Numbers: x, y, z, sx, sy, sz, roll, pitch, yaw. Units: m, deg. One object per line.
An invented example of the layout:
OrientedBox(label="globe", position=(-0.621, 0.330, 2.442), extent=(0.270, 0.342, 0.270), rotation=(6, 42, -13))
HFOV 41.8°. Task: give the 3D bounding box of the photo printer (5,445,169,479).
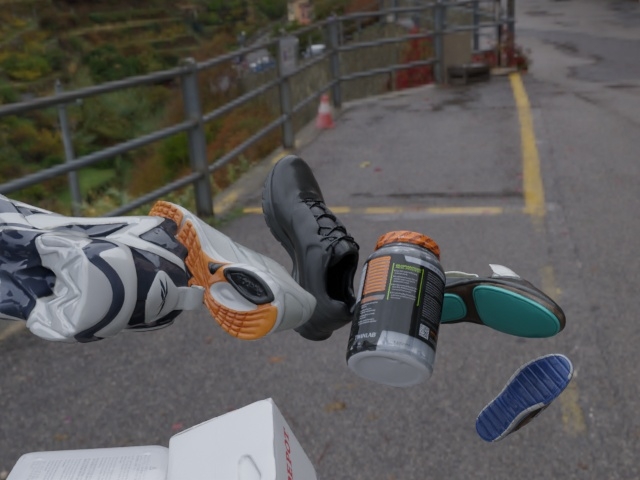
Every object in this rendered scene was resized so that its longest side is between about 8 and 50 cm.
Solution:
OrientedBox(label="photo printer", position=(-0.377, 0.440, 1.416), extent=(0.307, 0.107, 0.256), rotation=(-2, 11, -5))

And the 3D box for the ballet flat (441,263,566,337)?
OrientedBox(label="ballet flat", position=(0.238, 0.080, 1.256), extent=(0.280, 0.095, 0.096), rotation=(4, 38, 35))

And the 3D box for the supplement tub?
OrientedBox(label="supplement tub", position=(0.105, 0.090, 1.124), extent=(0.117, 0.117, 0.190), rotation=(3, 57, 18))

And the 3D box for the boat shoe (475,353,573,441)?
OrientedBox(label="boat shoe", position=(0.313, 0.234, 1.268), extent=(0.066, 0.183, 0.066), rotation=(10, 42, -52))

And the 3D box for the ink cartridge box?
OrientedBox(label="ink cartridge box", position=(-0.036, 0.324, 0.798), extent=(0.117, 0.283, 0.207), rotation=(-22, 31, 8))

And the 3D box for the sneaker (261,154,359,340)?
OrientedBox(label="sneaker", position=(0.000, 0.000, 1.257), extent=(0.109, 0.286, 0.130), rotation=(-8, -13, -38))

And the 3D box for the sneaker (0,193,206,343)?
OrientedBox(label="sneaker", position=(-0.185, 0.019, 0.648), extent=(0.235, 0.094, 0.153), rotation=(8, -1, 40))

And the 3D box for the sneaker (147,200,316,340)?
OrientedBox(label="sneaker", position=(-0.116, 0.039, 1.030), extent=(0.262, 0.099, 0.121), rotation=(37, 16, 33))
